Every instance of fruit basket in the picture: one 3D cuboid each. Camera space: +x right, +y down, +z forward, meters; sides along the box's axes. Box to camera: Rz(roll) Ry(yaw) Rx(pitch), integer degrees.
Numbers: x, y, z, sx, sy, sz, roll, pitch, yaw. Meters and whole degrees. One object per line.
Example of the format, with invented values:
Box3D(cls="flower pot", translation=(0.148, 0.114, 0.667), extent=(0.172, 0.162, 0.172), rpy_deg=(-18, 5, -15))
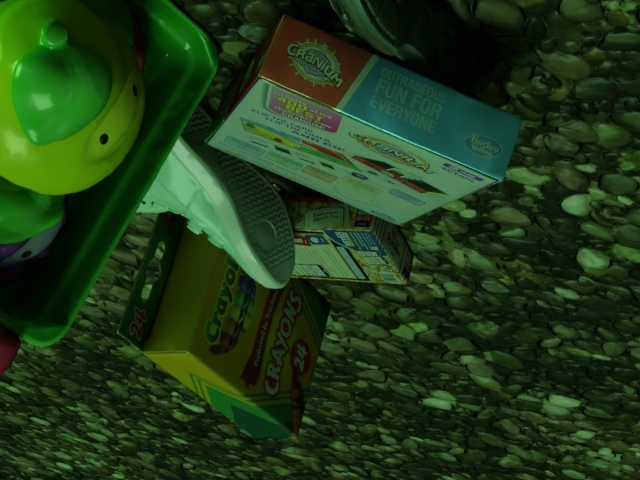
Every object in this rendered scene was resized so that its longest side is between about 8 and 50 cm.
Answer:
Box3D(cls="fruit basket", translation=(-0.248, -0.111, 1.264), extent=(0.392, 0.392, 0.283), rpy_deg=(-9, 143, 41))

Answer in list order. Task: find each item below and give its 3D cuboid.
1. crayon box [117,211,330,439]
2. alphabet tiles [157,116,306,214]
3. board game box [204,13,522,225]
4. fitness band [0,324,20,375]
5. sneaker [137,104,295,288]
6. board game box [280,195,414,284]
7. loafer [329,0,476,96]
Box3D(cls="crayon box", translation=(-0.114, 0.103, 1.751), extent=(0.081, 0.202, 0.318), rpy_deg=(-3, 149, 33))
Box3D(cls="alphabet tiles", translation=(-0.151, -0.072, 1.670), extent=(0.237, 0.009, 0.198), rpy_deg=(-10, 142, 41))
Box3D(cls="board game box", translation=(0.029, -0.106, 1.348), extent=(0.242, 0.064, 0.316), rpy_deg=(23, 169, -11))
Box3D(cls="fitness band", translation=(-0.388, 0.052, 1.304), extent=(0.209, 0.054, 0.291), rpy_deg=(38, 176, -20))
Box3D(cls="sneaker", translation=(-0.142, -0.041, 1.578), extent=(0.151, 0.094, 0.256), rpy_deg=(-18, 116, 39))
Box3D(cls="board game box", translation=(0.000, 0.000, 1.661), extent=(0.193, 0.045, 0.147), rpy_deg=(3, 154, 23))
Box3D(cls="loafer", translation=(0.049, -0.206, 1.217), extent=(0.084, 0.096, 0.267), rpy_deg=(4, 153, 36))
